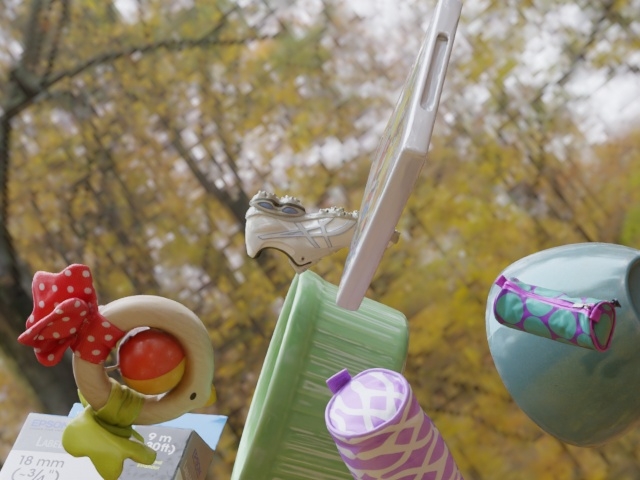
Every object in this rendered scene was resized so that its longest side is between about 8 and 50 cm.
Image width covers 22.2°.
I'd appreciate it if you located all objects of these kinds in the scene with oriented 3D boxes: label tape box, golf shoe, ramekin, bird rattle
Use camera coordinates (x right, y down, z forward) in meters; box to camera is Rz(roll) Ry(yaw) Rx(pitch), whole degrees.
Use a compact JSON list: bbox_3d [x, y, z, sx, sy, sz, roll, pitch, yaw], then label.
[{"bbox_3d":[-0.286,0.311,2.143,0.334,0.240,0.106,-71,-22,-46],"label":"label tape box"},{"bbox_3d":[0.000,0.000,1.842,0.069,0.176,0.086,36,-116,-83],"label":"golf shoe"},{"bbox_3d":[0.000,0.198,1.976,0.303,0.148,0.303,-163,90,-87],"label":"ramekin"},{"bbox_3d":[-0.230,0.136,1.902,0.206,0.254,0.143,-14,16,-3],"label":"bird rattle"}]

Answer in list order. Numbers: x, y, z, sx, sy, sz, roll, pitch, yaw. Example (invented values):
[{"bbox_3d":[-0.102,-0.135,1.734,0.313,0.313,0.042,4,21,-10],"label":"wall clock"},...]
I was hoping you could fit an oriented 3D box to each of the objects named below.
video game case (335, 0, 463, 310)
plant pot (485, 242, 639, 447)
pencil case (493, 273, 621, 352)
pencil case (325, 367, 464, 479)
[{"bbox_3d":[0.071,-0.078,1.493,0.227,0.026,0.206,111,176,-49],"label":"video game case"},{"bbox_3d":[0.403,0.120,2.263,0.290,0.290,0.195,-20,-11,-44],"label":"plant pot"},{"bbox_3d":[0.282,0.087,1.963,0.064,0.151,0.070,-51,-46,-28],"label":"pencil case"},{"bbox_3d":[0.075,0.205,1.406,0.086,0.088,0.206,-30,-58,-8],"label":"pencil case"}]
